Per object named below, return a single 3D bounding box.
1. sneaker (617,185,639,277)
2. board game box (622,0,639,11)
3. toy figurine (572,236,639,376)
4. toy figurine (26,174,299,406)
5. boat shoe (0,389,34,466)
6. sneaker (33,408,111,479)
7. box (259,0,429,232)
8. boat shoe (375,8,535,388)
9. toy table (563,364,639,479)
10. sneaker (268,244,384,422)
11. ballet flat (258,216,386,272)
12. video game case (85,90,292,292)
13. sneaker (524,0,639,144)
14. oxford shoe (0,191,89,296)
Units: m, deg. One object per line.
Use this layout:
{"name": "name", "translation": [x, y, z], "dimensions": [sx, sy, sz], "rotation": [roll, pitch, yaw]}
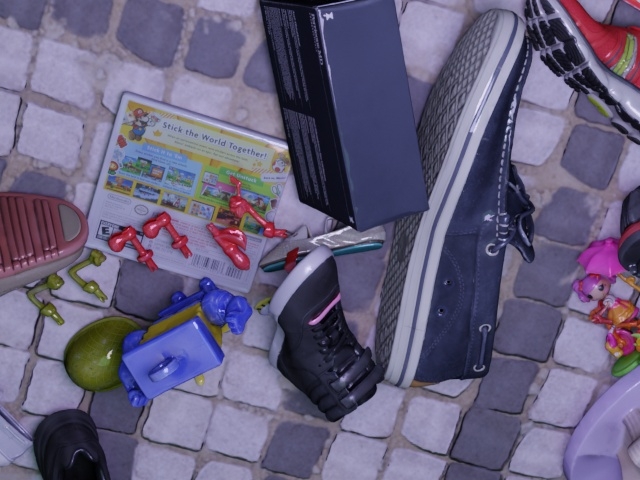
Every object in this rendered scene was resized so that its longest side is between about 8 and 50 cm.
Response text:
{"name": "sneaker", "translation": [0.493, 0.001, 1.579], "dimensions": [0.276, 0.135, 0.098], "rotation": [15, 134, -17]}
{"name": "board game box", "translation": [0.445, -0.358, 1.511], "dimensions": [0.146, 0.045, 0.194], "rotation": [27, 104, -11]}
{"name": "toy figurine", "translation": [0.393, 0.073, 1.629], "dimensions": [0.159, 0.130, 0.173], "rotation": [46, 125, -2]}
{"name": "toy figurine", "translation": [-0.205, 0.104, 1.503], "dimensions": [0.362, 0.217, 0.191], "rotation": [-25, 111, 15]}
{"name": "boat shoe", "translation": [-0.443, 0.214, 1.634], "dimensions": [0.063, 0.066, 0.184], "rotation": [-33, 106, -4]}
{"name": "sneaker", "translation": [-0.314, 0.373, 1.648], "dimensions": [0.109, 0.130, 0.286], "rotation": [-17, 111, -18]}
{"name": "box", "translation": [0.027, -0.162, 1.468], "dimensions": [0.103, 0.184, 0.261], "rotation": [-17, 109, -17]}
{"name": "boat shoe", "translation": [0.188, -0.038, 1.531], "dimensions": [0.155, 0.187, 0.500], "rotation": [8, 113, -8]}
{"name": "toy table", "translation": [0.457, 0.278, 1.630], "dimensions": [0.252, 0.161, 0.274], "rotation": [23, 113, -28]}
{"name": "sneaker", "translation": [0.018, 0.119, 1.515], "dimensions": [0.147, 0.296, 0.104], "rotation": [41, 65, 18]}
{"name": "ballet flat", "translation": [0.000, 0.000, 1.604], "dimensions": [0.168, 0.057, 0.052], "rotation": [-12, 78, -3]}
{"name": "video game case", "translation": [-0.167, -0.059, 1.582], "dimensions": [0.226, 0.026, 0.206], "rotation": [17, 106, -7]}
{"name": "sneaker", "translation": [0.364, -0.228, 1.536], "dimensions": [0.279, 0.107, 0.118], "rotation": [42, 82, -17]}
{"name": "oxford shoe", "translation": [-0.478, 0.049, 1.566], "dimensions": [0.396, 0.141, 0.147], "rotation": [-13, 139, -4]}
